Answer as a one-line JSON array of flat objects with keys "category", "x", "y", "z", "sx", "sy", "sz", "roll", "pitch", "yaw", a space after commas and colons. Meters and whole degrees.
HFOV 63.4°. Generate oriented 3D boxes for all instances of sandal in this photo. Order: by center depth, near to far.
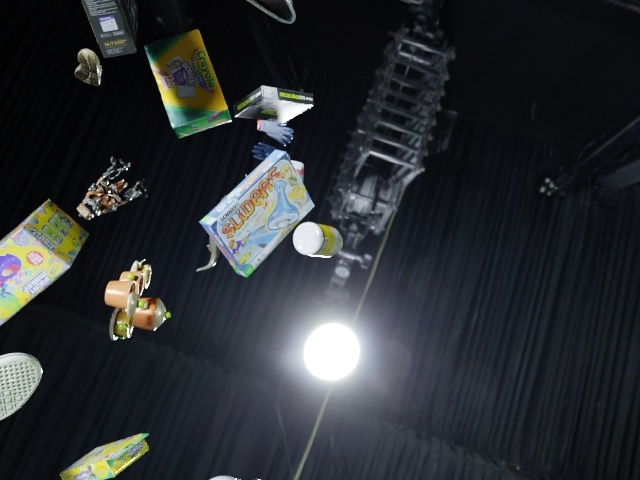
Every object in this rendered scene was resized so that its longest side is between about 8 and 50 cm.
[{"category": "sandal", "x": -0.652, "y": -0.495, "z": 1.470, "sx": 0.072, "sy": 0.048, "sz": 0.180, "roll": 26, "pitch": -22, "yaw": -18}]

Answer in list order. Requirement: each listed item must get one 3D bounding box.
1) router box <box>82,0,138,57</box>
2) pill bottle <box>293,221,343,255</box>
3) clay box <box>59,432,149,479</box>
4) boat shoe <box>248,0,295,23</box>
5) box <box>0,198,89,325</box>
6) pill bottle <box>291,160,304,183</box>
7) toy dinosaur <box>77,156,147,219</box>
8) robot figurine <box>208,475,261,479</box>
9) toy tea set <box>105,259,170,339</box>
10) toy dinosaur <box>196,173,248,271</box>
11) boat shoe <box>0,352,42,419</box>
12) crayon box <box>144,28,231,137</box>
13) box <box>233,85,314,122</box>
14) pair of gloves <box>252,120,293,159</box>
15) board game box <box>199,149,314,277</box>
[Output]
[{"category": "router box", "x": -0.509, "y": -0.613, "z": 1.223, "sx": 0.081, "sy": 0.308, "sz": 0.242, "roll": -13, "pitch": -46, "yaw": -7}, {"category": "pill bottle", "x": 0.000, "y": 0.000, "z": 1.877, "sx": 0.118, "sy": 0.117, "sz": 0.215, "roll": 12, "pitch": 1, "yaw": 27}, {"category": "clay box", "x": -0.551, "y": 0.571, "z": 1.347, "sx": 0.222, "sy": 0.053, "sz": 0.127, "roll": -23, "pitch": 1, "yaw": 27}, {"category": "boat shoe", "x": -0.176, "y": -0.702, "z": 1.409, "sx": 0.118, "sy": 0.103, "sz": 0.320, "roll": -33, "pitch": -22, "yaw": 21}, {"category": "box", "x": -0.925, "y": 0.060, "z": 1.630, "sx": 0.177, "sy": 0.290, "sz": 0.279, "roll": 49, "pitch": 5, "yaw": -25}, {"category": "pill bottle", "x": -0.095, "y": -0.147, "z": 1.503, "sx": 0.087, "sy": 0.160, "sz": 0.087, "roll": 3, "pitch": 19, "yaw": -1}, {"category": "toy dinosaur", "x": -0.748, "y": -0.175, "z": 1.825, "sx": 0.164, "sy": 0.219, "sz": 0.321, "roll": 47, "pitch": 12, "yaw": -37}, {"category": "robot figurine", "x": -0.252, "y": 0.801, "z": 1.518, "sx": 0.174, "sy": 0.209, "sz": 0.278, "roll": -1, "pitch": -37, "yaw": 30}, {"category": "toy tea set", "x": -0.480, "y": 0.169, "z": 1.401, "sx": 0.125, "sy": 0.199, "sz": 0.336, "roll": 7, "pitch": 5, "yaw": -7}, {"category": "toy dinosaur", "x": -0.227, "y": -0.061, "z": 1.281, "sx": 0.121, "sy": 0.313, "sz": 0.160, "roll": 39, "pitch": -37, "yaw": 5}, {"category": "boat shoe", "x": -1.009, "y": 0.462, "z": 1.475, "sx": 0.186, "sy": 0.500, "sz": 0.156, "roll": 49, "pitch": 7, "yaw": -33}, {"category": "crayon box", "x": -0.383, "y": -0.455, "z": 1.504, "sx": 0.166, "sy": 0.278, "sz": 0.081, "roll": -20, "pitch": -12, "yaw": -6}, {"category": "box", "x": -0.149, "y": -0.425, "z": 1.634, "sx": 0.191, "sy": 0.045, "sz": 0.184, "roll": -2, "pitch": -8, "yaw": -38}, {"category": "pair of gloves", "x": -0.183, "y": -0.375, "z": 2.004, "sx": 0.160, "sy": 0.198, "sz": 0.023, "roll": 12, "pitch": -5, "yaw": -29}, {"category": "board game box", "x": -0.109, "y": -0.050, "z": 0.946, "sx": 0.035, "sy": 0.201, "sz": 0.136, "roll": 18, "pitch": -32, "yaw": 43}]
